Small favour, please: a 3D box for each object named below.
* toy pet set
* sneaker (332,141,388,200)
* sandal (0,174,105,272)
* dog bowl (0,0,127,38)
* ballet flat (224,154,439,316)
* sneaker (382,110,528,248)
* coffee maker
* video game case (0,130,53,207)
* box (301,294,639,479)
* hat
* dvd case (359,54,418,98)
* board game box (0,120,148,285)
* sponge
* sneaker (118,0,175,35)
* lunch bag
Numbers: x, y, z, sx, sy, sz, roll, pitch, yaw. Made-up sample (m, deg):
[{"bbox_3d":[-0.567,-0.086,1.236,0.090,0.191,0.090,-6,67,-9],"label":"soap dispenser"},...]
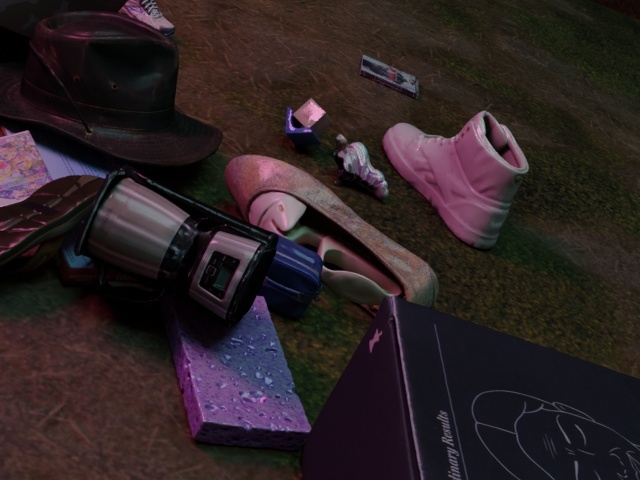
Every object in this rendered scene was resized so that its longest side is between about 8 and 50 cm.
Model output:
[{"bbox_3d":[-0.005,-0.156,1.599,0.122,0.065,0.114,47,-1,28],"label":"toy pet set"},{"bbox_3d":[0.052,-0.092,1.544,0.069,0.038,0.098,-27,77,-27],"label":"sneaker"},{"bbox_3d":[-0.302,-0.005,1.070,0.090,0.060,0.219,18,36,30],"label":"sandal"},{"bbox_3d":[-0.447,-0.391,1.484,0.349,0.102,0.349,28,16,-9],"label":"dog bowl"},{"bbox_3d":[0.000,0.000,1.279,0.316,0.107,0.106,30,36,10],"label":"ballet flat"},{"bbox_3d":[0.214,-0.139,1.616,0.108,0.169,0.292,1,36,-36],"label":"sneaker"},{"bbox_3d":[-0.138,-0.001,1.082,0.178,0.120,0.171,26,28,2],"label":"coffee maker"},{"bbox_3d":[-0.351,-0.076,1.168,0.087,0.011,0.122,-18,47,-20],"label":"video game case"},{"bbox_3d":[0.202,0.262,0.893,0.396,0.212,0.293,20,29,-13],"label":"box"},{"bbox_3d":[-0.272,-0.220,1.347,0.331,0.134,0.331,17,20,-6],"label":"hat"},{"bbox_3d":[0.131,-0.313,1.995,0.119,0.013,0.087,24,28,-7],"label":"dvd case"},{"bbox_3d":[-0.268,-0.046,1.208,0.145,0.027,0.281,1,37,-36],"label":"board game box"},{"bbox_3d":[-0.091,0.124,1.067,0.117,0.031,0.210,11,32,-27],"label":"sponge"},{"bbox_3d":[-0.292,-0.382,1.712,0.135,0.058,0.052,33,29,11],"label":"sneaker"},{"bbox_3d":[-0.044,0.043,1.203,0.098,0.067,0.065,25,29,-5],"label":"lunch bag"}]
